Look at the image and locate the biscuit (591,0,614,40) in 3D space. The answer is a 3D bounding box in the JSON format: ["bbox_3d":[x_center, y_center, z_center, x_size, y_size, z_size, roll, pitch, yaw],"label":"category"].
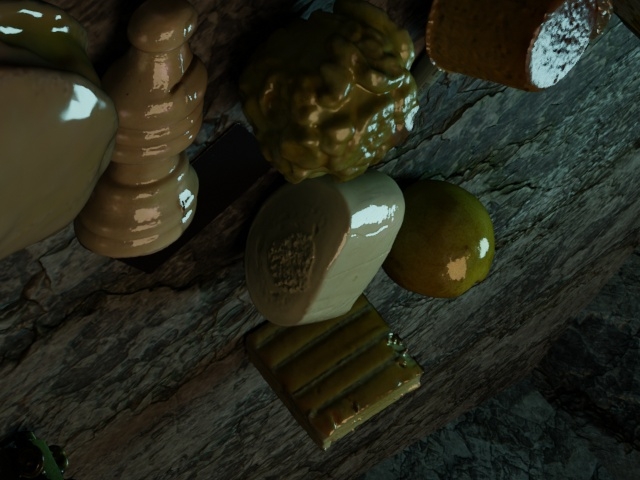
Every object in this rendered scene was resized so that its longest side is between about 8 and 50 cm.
[{"bbox_3d":[0.347,-0.335,1.587,0.250,0.133,0.032,79,32,-65],"label":"biscuit"}]

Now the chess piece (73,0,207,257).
[{"bbox_3d":[-0.184,-0.123,1.167,0.138,0.124,0.307,2,141,-12],"label":"chess piece"}]

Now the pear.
[{"bbox_3d":[0.198,0.001,1.898,0.209,0.209,0.209,-33,158,-16],"label":"pear"}]

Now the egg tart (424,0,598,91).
[{"bbox_3d":[0.244,-0.288,1.435,0.215,0.171,0.215,-34,144,-29],"label":"egg tart"}]

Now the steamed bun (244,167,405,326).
[{"bbox_3d":[0.000,0.000,1.632,0.200,0.155,0.250,-14,141,-53],"label":"steamed bun"}]

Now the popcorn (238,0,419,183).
[{"bbox_3d":[0.018,-0.172,1.285,0.216,0.181,0.235,-27,160,-33],"label":"popcorn"}]

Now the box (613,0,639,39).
[{"bbox_3d":[0.502,-0.320,1.462,0.138,0.420,0.373,-44,157,7],"label":"box"}]

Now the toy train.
[{"bbox_3d":[-0.419,0.398,1.646,0.137,0.225,0.090,-34,161,8],"label":"toy train"}]

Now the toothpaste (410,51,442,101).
[{"bbox_3d":[0.143,-0.226,1.582,0.064,0.041,0.218,-22,157,-50],"label":"toothpaste"}]

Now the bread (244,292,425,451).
[{"bbox_3d":[0.030,0.215,1.995,0.246,0.239,0.111,-33,162,-23],"label":"bread"}]

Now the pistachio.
[{"bbox_3d":[-0.355,-0.029,0.819,0.445,0.281,0.365,-29,172,-27],"label":"pistachio"}]

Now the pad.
[{"bbox_3d":[-0.168,-0.049,1.464,0.243,0.004,0.163,-41,159,4],"label":"pad"}]
